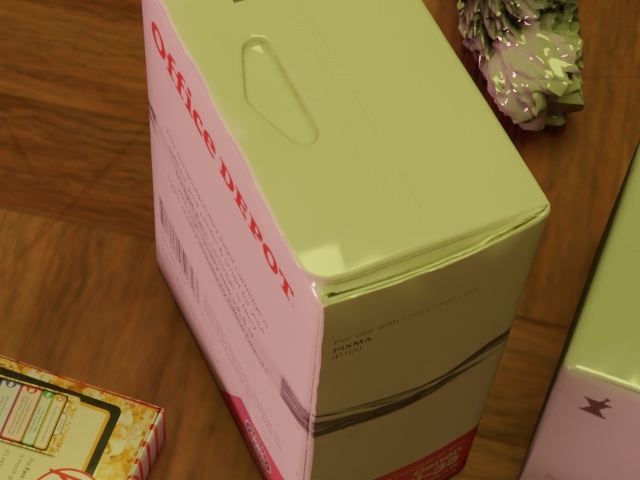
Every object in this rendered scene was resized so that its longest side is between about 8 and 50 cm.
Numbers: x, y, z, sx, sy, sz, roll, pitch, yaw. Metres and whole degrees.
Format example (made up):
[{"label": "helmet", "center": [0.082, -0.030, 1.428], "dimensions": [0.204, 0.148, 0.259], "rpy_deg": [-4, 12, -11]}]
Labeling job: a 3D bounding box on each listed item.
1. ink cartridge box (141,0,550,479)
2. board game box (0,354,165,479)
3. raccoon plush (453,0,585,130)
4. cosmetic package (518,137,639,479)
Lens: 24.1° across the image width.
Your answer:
[{"label": "ink cartridge box", "center": [0.000, 0.000, 0.766], "dimensions": [0.117, 0.283, 0.207], "rpy_deg": [-20, 62, -15]}, {"label": "board game box", "center": [-0.200, 0.131, 0.811], "dimensions": [0.194, 0.045, 0.146], "rpy_deg": [18, 59, 7]}, {"label": "raccoon plush", "center": [0.003, -0.287, 1.000], "dimensions": [0.299, 0.216, 0.446], "rpy_deg": [-5, 59, 2]}, {"label": "cosmetic package", "center": [0.215, 0.057, 0.823], "dimensions": [0.151, 0.151, 0.183], "rpy_deg": [21, 59, 9]}]
